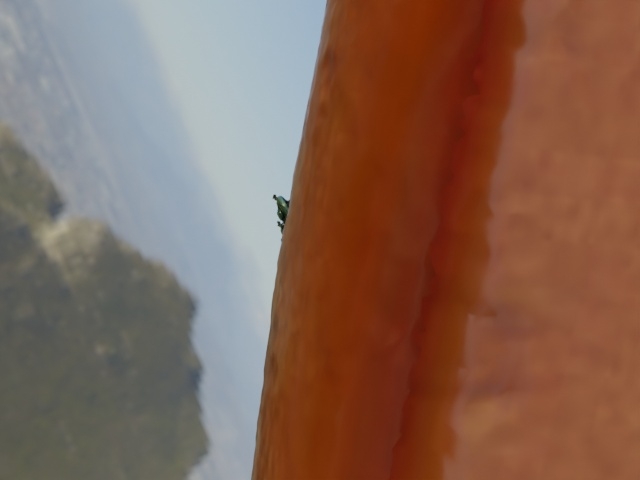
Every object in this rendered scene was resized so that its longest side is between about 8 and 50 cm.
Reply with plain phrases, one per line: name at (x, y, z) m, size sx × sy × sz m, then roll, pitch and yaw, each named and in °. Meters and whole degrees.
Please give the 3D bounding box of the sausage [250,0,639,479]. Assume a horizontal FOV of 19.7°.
sausage at (0.046, -0.037, 0.359) m, size 0.097 × 0.094 × 0.348 m, roll -152°, pitch -110°, yaw -64°

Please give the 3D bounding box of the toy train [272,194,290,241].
toy train at (0.000, 0.000, 0.943) m, size 0.083 × 0.033 × 0.053 m, roll 86°, pitch -20°, yaw -73°
